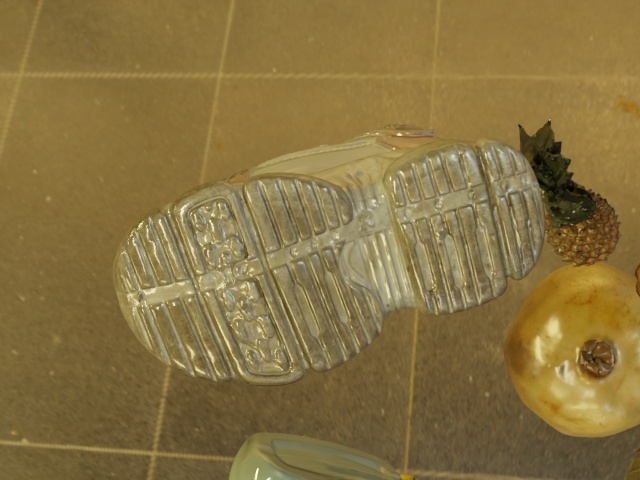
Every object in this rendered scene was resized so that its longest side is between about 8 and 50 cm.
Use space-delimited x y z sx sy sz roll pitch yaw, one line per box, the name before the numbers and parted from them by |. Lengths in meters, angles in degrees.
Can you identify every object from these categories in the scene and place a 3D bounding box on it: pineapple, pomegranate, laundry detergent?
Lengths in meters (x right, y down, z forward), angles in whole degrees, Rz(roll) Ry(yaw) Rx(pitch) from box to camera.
pineapple | 0.349 -0.057 1.472 0.119 0.277 0.130 -12 55 30
pomegranate | 0.443 0.181 1.686 0.307 0.307 0.307 -4 64 7
laundry detergent | -0.048 0.337 1.018 0.280 0.215 0.105 -61 33 14

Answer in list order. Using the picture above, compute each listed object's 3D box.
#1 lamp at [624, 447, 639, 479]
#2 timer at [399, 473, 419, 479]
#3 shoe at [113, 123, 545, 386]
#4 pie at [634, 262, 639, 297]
lamp | 0.457 0.342 1.141 0.250 0.250 0.284 13 67 15
timer | 0.119 0.413 1.517 0.107 0.107 0.109 -35 107 -8
shoe | 0.000 0.003 0.870 0.351 0.198 0.172 -11 105 -10
pie | 0.551 -0.019 1.326 0.308 0.308 0.085 -27 40 -4
